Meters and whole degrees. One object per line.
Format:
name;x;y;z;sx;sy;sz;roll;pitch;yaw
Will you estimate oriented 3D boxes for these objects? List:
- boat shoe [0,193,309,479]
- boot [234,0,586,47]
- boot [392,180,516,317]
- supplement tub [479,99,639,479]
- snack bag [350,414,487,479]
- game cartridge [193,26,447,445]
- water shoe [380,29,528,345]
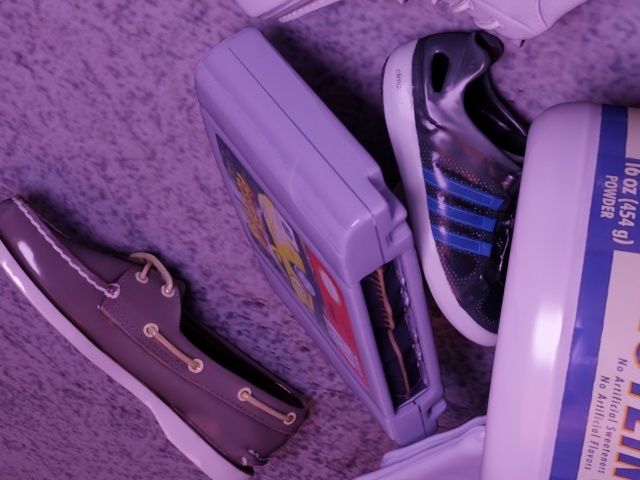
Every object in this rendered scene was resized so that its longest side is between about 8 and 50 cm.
boat shoe;-0.142;0.069;1.361;0.324;0.096;0.116;46;-177;-20
boot;0.066;-0.147;0.915;0.258;0.095;0.123;-20;117;48
boot;0.133;0.050;1.152;0.165;0.077;0.213;9;135;25
supplement tub;0.260;0.058;0.902;0.324;0.235;0.235;8;144;7
snack bag;0.177;0.189;1.229;0.323;0.037;0.342;11;158;-22
game cartridge;0.000;0.000;1.110;0.196;0.060;0.294;55;170;33
water shoe;0.098;-0.028;1.025;0.080;0.073;0.203;-10;109;28
